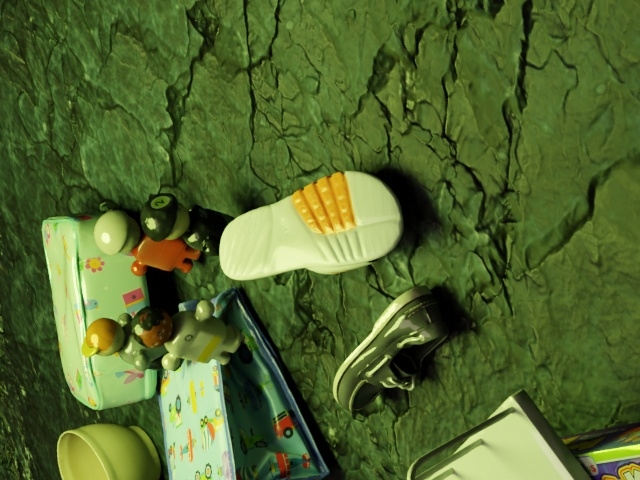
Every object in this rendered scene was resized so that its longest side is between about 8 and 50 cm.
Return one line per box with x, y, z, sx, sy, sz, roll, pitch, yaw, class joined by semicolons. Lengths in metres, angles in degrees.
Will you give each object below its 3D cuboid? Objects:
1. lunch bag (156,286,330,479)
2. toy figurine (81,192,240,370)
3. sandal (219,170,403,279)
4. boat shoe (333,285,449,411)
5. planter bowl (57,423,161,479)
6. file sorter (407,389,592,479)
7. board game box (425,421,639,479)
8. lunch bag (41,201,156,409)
-0.137;0.216;1.673;0.221;0.138;0.293;-44;61;53;lunch bag
-0.196;0.056;1.576;0.213;0.148;0.210;-8;69;53;toy figurine
-0.001;-0.010;1.417;0.265;0.076;0.102;-12;76;41;sandal
0.077;0.136;1.394;0.065;0.075;0.206;54;136;24;boat shoe
-0.313;0.348;1.956;0.162;0.109;0.162;27;127;43;planter bowl
0.129;0.313;1.202;0.193;0.173;0.278;54;141;19;file sorter
0.268;0.307;1.234;0.347;0.078;0.233;-26;86;53;board game box
-0.312;0.088;1.798;0.224;0.107;0.279;-177;79;-68;lunch bag
